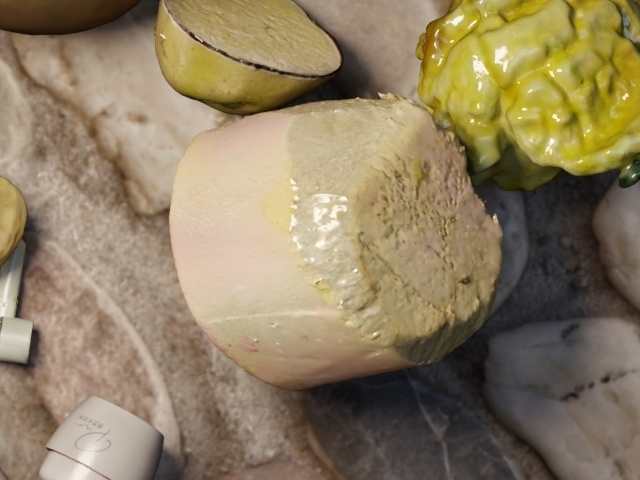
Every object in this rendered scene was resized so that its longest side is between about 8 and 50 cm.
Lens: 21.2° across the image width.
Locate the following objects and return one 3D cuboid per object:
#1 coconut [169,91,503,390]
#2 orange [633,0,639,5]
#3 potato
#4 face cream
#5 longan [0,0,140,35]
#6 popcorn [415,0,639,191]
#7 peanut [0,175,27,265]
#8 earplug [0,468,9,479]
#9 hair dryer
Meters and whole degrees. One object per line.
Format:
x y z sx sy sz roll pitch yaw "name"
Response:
0.000 0.000 1.733 0.297 0.309 0.297 8 78 -44 "coconut"
0.361 -0.253 1.904 0.083 0.070 0.083 -1 75 2 "orange"
-0.092 -0.191 1.812 0.202 0.182 0.117 12 123 -25 "potato"
-0.225 0.226 1.772 0.117 0.117 0.104 29 76 -5 "face cream"
-0.277 -0.343 1.707 0.297 0.297 0.297 0 87 -8 "longan"
0.218 -0.169 1.797 0.237 0.293 0.293 42 82 -10 "popcorn"
-0.455 -0.051 1.742 0.313 0.152 0.152 18 85 -10 "peanut"
-0.431 0.228 1.729 0.301 0.172 0.172 32 83 -11 "earplug"
-0.338 0.057 1.804 0.082 0.047 0.137 10 80 -7 "hair dryer"
